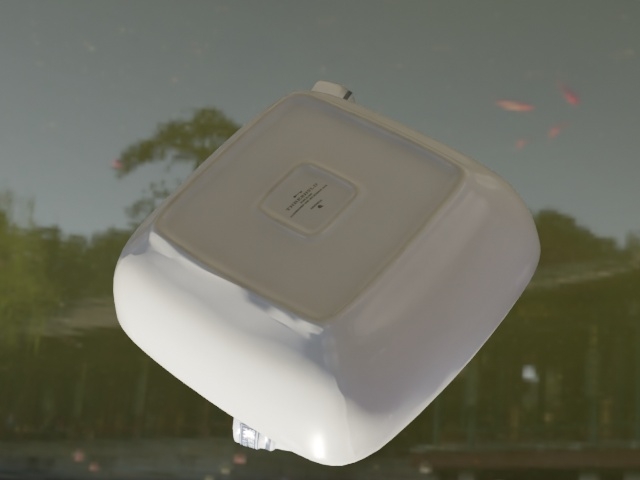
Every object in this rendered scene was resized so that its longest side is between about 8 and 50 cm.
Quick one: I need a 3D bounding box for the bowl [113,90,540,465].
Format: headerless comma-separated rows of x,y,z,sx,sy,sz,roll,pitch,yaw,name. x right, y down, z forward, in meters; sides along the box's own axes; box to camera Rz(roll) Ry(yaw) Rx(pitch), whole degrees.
0.000,0.000,0.475,0.142,0.142,0.053,29,150,30,bowl

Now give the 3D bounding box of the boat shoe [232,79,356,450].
0.007,0.016,0.799,0.084,0.258,0.095,9,160,4,boat shoe
